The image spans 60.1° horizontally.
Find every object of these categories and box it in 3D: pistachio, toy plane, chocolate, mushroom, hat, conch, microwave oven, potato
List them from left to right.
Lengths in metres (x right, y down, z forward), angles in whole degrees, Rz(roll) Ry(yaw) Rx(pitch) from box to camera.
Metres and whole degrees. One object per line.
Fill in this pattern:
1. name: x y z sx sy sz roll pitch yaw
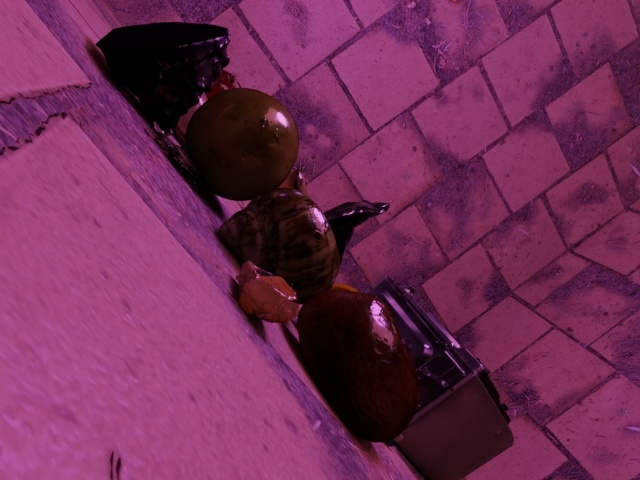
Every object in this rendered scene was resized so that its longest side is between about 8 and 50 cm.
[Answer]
1. chocolate: -0.258 -0.279 0.980 0.224 0.207 0.177 -101 -171 -57
2. toy plane: -0.230 -0.139 0.883 0.120 0.031 0.049 57 6 -28
3. pistachio: -0.297 -0.282 1.219 0.185 0.108 0.126 61 21 -10
4. potato: -0.145 -0.173 1.037 0.215 0.216 0.304 54 -8 0
5. conch: -0.059 0.015 0.841 0.182 0.187 0.124 19 19 5
6. hat: 0.000 0.000 1.498 0.257 0.366 0.382 35 7 37
7. mushroom: 0.067 0.170 0.787 0.231 0.138 0.194 54 -1 -16
8. microwave oven: 0.234 0.323 1.318 0.333 0.247 0.394 56 -2 -36

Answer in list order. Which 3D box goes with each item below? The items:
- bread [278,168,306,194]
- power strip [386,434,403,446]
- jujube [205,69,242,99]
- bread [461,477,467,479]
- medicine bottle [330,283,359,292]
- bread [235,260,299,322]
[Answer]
1. bread: -0.111 -0.063 1.653 0.204 0.163 0.261 58 39 -63
2. power strip: 0.105 0.317 0.967 0.056 0.032 0.123 55 -1 41
3. jujube: -0.270 -0.302 1.429 0.342 0.216 0.216 67 5 27
4. bread: 0.310 0.548 1.395 0.149 0.065 0.187 111 -39 -52
5. medicine bottle: 0.043 0.159 1.005 0.121 0.122 0.212 54 -1 21
6. bread: -0.064 0.064 0.648 0.072 0.053 0.106 30 3 -16
